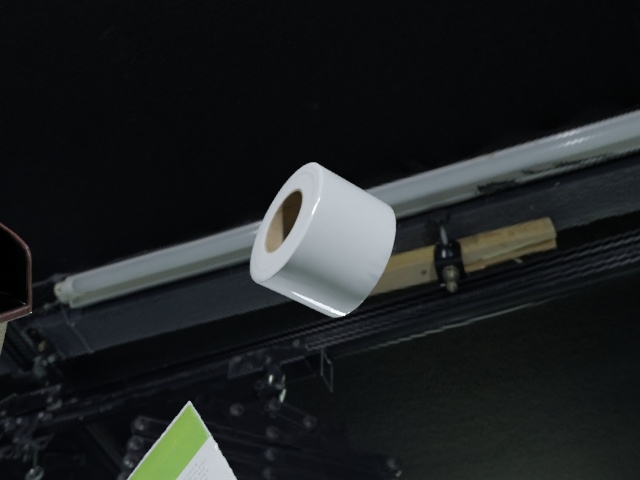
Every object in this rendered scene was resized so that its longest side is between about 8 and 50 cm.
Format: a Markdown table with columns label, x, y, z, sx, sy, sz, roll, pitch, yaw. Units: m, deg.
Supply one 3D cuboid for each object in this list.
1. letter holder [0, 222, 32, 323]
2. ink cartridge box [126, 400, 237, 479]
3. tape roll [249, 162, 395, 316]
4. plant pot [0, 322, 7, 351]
| label | x | y | z | sx | sy | sz | roll | pitch | yaw |
| --- | --- | --- | --- | --- | --- | --- | --- | --- | --- |
| letter holder | -0.594 | -0.017 | 0.960 | 0.302 | 0.152 | 0.214 | 24 | -65 | 26 |
| ink cartridge box | -0.057 | 0.231 | 0.337 | 0.097 | 0.255 | 0.189 | 41 | -97 | -30 |
| tape roll | 0.000 | 0.000 | 1.180 | 0.169 | 0.246 | 0.246 | 28 | -59 | -23 |
| plant pot | -0.720 | 0.207 | 1.201 | 0.256 | 0.256 | 0.274 | -3 | -93 | 4 |
